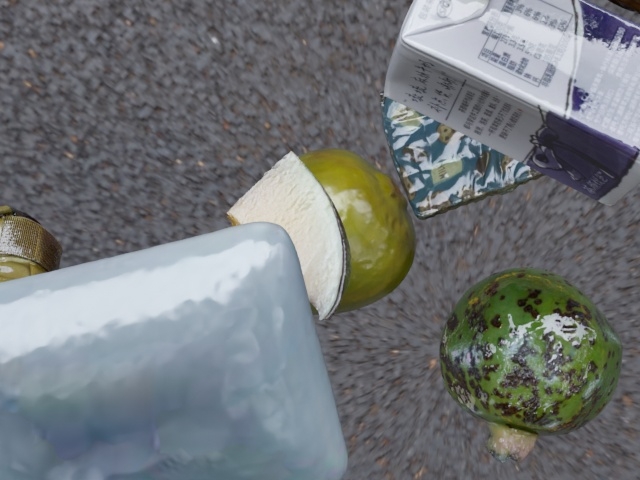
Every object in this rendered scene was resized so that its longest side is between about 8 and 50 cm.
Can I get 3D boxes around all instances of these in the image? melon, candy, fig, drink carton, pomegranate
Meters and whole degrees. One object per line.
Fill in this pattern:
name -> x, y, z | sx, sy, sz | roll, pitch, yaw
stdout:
melon -> -0.013, -0.002, 1.246 | 0.098, 0.054, 0.182 | -41, 56, -4
candy -> -0.084, 0.071, 0.564 | 0.174, 0.071, 0.138 | -14, 110, 1
fig -> 0.006, -0.005, 1.522 | 0.230, 0.207, 0.207 | -33, 80, 39
drink carton -> 0.169, -0.129, 0.972 | 0.222, 0.134, 0.102 | 26, 80, 3
pomegranate -> 0.284, 0.173, 1.692 | 0.254, 0.254, 0.271 | 16, 88, 7

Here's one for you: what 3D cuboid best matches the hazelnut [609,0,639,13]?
hazelnut -> 0.271, -0.285, 0.935 | 0.229, 0.229, 0.229 | -1, 85, 6

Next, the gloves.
gloves -> -0.332, 0.112, 1.224 | 0.154, 0.141, 0.331 | 12, 43, -16

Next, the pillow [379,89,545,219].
pillow -> 0.201, -0.139, 1.414 | 0.255, 0.034, 0.189 | -19, 64, 10
